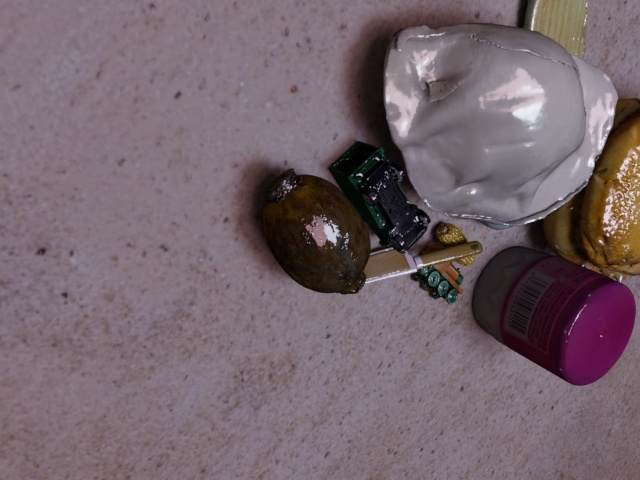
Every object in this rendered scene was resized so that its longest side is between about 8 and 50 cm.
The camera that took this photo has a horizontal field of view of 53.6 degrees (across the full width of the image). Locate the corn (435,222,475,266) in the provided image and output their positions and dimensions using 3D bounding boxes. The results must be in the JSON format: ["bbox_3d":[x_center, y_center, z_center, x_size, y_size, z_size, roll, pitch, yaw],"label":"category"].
[{"bbox_3d":[0.211,0.007,0.980,0.037,0.037,0.092,-48,126,-8],"label":"corn"}]

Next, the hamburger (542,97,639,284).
[{"bbox_3d":[0.510,-0.077,1.058,0.289,0.170,0.314,13,101,-32],"label":"hamburger"}]

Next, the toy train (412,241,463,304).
[{"bbox_3d":[0.188,0.054,0.982,0.103,0.044,0.064,42,73,-36],"label":"toy train"}]

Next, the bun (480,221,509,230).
[{"bbox_3d":[0.298,-0.080,0.975,0.140,0.083,0.141,-13,114,-32],"label":"bun"}]

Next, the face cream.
[{"bbox_3d":[0.374,0.115,1.027,0.175,0.195,0.175,-13,116,-28],"label":"face cream"}]

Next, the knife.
[{"bbox_3d":[0.120,0.029,0.918,0.256,0.022,0.046,-12,70,-18],"label":"knife"}]

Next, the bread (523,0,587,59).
[{"bbox_3d":[0.344,-0.324,0.944,0.112,0.036,0.193,-21,121,-19],"label":"bread"}]

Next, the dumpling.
[{"bbox_3d":[0.235,-0.149,0.845,0.341,0.181,0.260,-3,105,-46],"label":"dumpling"}]

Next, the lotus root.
[{"bbox_3d":[0.000,0.000,0.797,0.120,0.120,0.209,-43,124,-12],"label":"lotus root"}]

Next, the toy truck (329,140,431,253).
[{"bbox_3d":[0.083,-0.053,0.849,0.065,0.079,0.147,-44,124,-13],"label":"toy truck"}]
